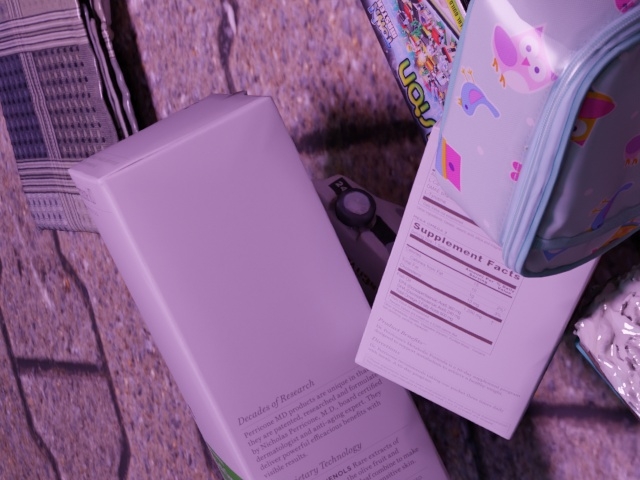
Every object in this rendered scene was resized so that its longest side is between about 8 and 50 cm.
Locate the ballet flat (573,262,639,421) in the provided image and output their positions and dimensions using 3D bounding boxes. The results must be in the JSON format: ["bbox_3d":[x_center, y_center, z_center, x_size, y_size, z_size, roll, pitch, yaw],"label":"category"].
[{"bbox_3d":[0.318,0.163,0.978,0.409,0.147,0.147,55,143,22],"label":"ballet flat"}]

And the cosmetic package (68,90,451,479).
[{"bbox_3d":[-0.049,0.072,1.253,0.366,0.155,0.197,63,168,-11],"label":"cosmetic package"}]

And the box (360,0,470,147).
[{"bbox_3d":[0.108,-0.133,1.207,0.114,0.036,0.207,-35,77,56],"label":"box"}]

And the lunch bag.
[{"bbox_3d":[0.203,-0.103,0.873,0.108,0.279,0.224,51,152,29],"label":"lunch bag"}]

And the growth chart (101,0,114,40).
[{"bbox_3d":[-0.293,-0.294,1.722,0.237,0.021,0.172,19,122,51],"label":"growth chart"}]

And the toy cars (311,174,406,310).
[{"bbox_3d":[0.000,0.000,1.391,0.393,0.087,0.177,15,130,47],"label":"toy cars"}]

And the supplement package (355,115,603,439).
[{"bbox_3d":[0.133,-0.002,1.098,0.133,0.139,0.244,26,136,10],"label":"supplement package"}]

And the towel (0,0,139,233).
[{"bbox_3d":[-0.286,-0.153,1.745,0.324,0.056,0.312,6,112,58],"label":"towel"}]
